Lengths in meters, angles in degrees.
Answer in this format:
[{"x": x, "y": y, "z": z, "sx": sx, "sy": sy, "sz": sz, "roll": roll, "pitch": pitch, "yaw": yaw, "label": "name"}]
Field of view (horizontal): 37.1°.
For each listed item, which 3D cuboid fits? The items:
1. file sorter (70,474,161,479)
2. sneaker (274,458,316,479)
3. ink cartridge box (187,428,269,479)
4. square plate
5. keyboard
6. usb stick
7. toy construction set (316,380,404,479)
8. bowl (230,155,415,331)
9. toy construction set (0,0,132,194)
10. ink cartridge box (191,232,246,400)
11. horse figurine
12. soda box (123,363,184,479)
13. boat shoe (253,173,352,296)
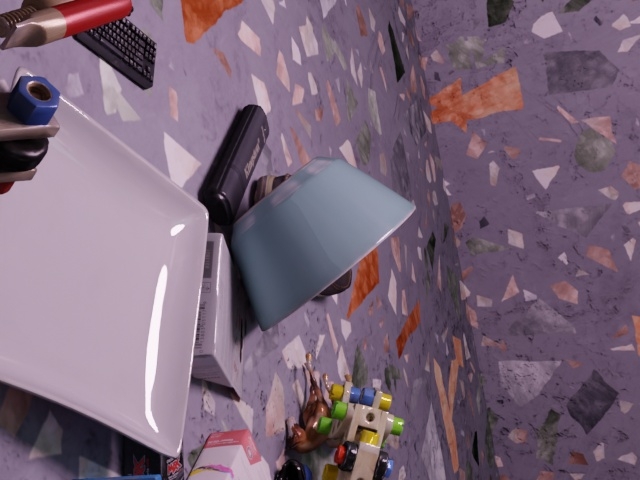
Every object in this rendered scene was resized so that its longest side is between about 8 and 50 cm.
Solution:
[{"x": -0.231, "y": 0.344, "z": 0.994, "sx": 0.104, "sy": 0.118, "sz": 0.170, "roll": -7, "pitch": 88, "yaw": -66, "label": "file sorter"}, {"x": -0.046, "y": 0.431, "z": 1.548, "sx": 0.084, "sy": 0.058, "sz": 0.152, "roll": 52, "pitch": 38, "yaw": -48, "label": "sneaker"}, {"x": -0.137, "y": 0.367, "z": 1.311, "sx": 0.198, "sy": 0.067, "sz": 0.115, "roll": -64, "pitch": 140, "yaw": -60, "label": "ink cartridge box"}, {"x": -0.260, "y": 0.036, "z": 1.081, "sx": 0.344, "sy": 0.049, "sz": 0.347, "roll": 41, "pitch": 43, "yaw": -47, "label": "square plate"}, {"x": -0.273, "y": -0.286, "z": 1.286, "sx": 0.180, "sy": 0.023, "sz": 0.108, "roll": 36, "pitch": 48, "yaw": -64, "label": "keyboard"}, {"x": -0.134, "y": -0.129, "z": 1.563, "sx": 0.278, "sy": 0.045, "sz": 0.077, "roll": -74, "pitch": 150, "yaw": -50, "label": "usb stick"}, {"x": 0.052, "y": 0.399, "z": 1.575, "sx": 0.215, "sy": 0.151, "sz": 0.327, "roll": 147, "pitch": -55, "yaw": -77, "label": "toy construction set"}, {"x": -0.020, "y": -0.016, "z": 1.498, "sx": 0.163, "sy": 0.311, "sz": 0.311, "roll": 51, "pitch": 24, "yaw": -2, "label": "bowl"}, {"x": -0.325, "y": -0.123, "z": 0.705, "sx": 0.257, "sy": 0.309, "sz": 0.237, "roll": 67, "pitch": 28, "yaw": -14, "label": "toy construction set"}, {"x": -0.156, "y": 0.121, "z": 1.421, "sx": 0.232, "sy": 0.066, "sz": 0.189, "roll": 88, "pitch": 2, "yaw": -65, "label": "ink cartridge box"}, {"x": 0.013, "y": 0.316, "z": 1.749, "sx": 0.263, "sy": 0.066, "sz": 0.174, "roll": 40, "pitch": 39, "yaw": -58, "label": "horse figurine"}, {"x": -0.207, "y": 0.240, "z": 1.181, "sx": 0.053, "sy": 0.060, "sz": 0.168, "roll": 25, "pitch": 58, "yaw": -63, "label": "soda box"}, {"x": 0.000, "y": 0.000, "z": 1.748, "sx": 0.355, "sy": 0.130, "sz": 0.132, "roll": 51, "pitch": 36, "yaw": -54, "label": "boat shoe"}]
